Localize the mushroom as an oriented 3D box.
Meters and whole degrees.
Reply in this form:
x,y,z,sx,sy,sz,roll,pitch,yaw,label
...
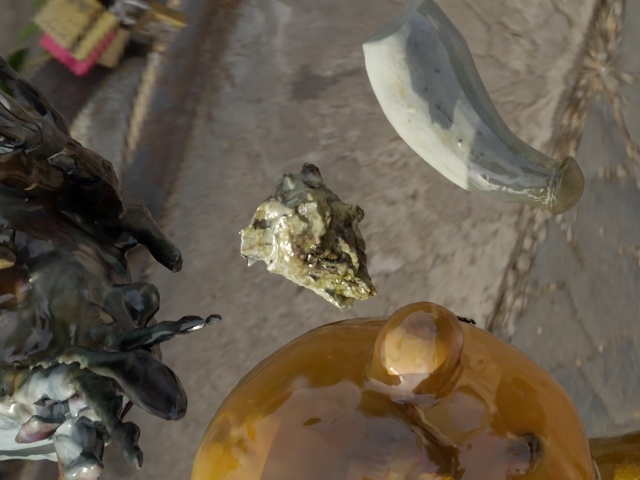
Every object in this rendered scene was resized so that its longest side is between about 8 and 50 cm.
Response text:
x,y,z,sx,sy,sz,roll,pitch,yaw,label
0.145,-0.119,1.650,0.118,0.103,0.270,-40,83,4,mushroom

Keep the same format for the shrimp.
x,y,z,sx,sy,sz,roll,pitch,yaw,label
-0.136,0.031,0.524,0.137,0.372,0.172,44,79,-12,shrimp

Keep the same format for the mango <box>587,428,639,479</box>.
x,y,z,sx,sy,sz,roll,pitch,yaw,label
0.275,0.210,1.314,0.113,0.253,0.138,-43,123,-26,mango

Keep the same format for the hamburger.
x,y,z,sx,sy,sz,roll,pitch,yaw,label
0.047,0.161,1.003,0.276,0.237,0.276,-1,69,2,hamburger

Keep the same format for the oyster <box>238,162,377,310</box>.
x,y,z,sx,sy,sz,roll,pitch,yaw,label
0.000,-0.003,1.508,0.053,0.166,0.108,15,77,42,oyster
